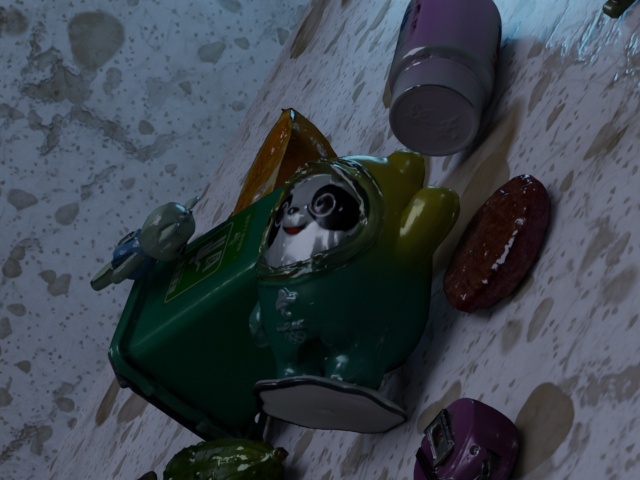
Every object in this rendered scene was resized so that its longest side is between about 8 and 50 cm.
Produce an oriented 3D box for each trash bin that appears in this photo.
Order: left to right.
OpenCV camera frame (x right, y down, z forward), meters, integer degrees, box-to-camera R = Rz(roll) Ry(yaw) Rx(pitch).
[{"bbox_3d":[-0.089,0.110,2.165,0.381,0.295,0.259,-36,26,37],"label":"trash bin"}]

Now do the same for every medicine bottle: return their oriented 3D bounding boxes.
[{"bbox_3d":[0.176,-0.246,2.124,0.152,0.152,0.254,-48,18,42],"label":"medicine bottle"}]

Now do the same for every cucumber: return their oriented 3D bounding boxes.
[{"bbox_3d":[-0.118,0.332,2.092,0.244,0.134,0.134,-35,29,50],"label":"cucumber"}]

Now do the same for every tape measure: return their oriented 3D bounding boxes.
[{"bbox_3d":[0.142,0.221,1.479,0.118,0.074,0.125,-54,18,22],"label":"tape measure"}]

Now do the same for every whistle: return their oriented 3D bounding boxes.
[{"bbox_3d":[-0.258,0.016,2.177,0.235,0.077,0.114,-35,17,38],"label":"whistle"}]

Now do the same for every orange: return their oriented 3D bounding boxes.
[{"bbox_3d":[-0.078,-0.063,2.465,0.274,0.274,0.310,-47,54,43],"label":"orange"}]

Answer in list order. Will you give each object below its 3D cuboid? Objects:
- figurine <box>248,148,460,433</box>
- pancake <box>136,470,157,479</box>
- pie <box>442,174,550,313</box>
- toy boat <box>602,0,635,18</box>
[{"bbox_3d":[0.035,0.054,1.846,0.323,0.231,0.340,-11,60,44],"label":"figurine"},{"bbox_3d":[-0.253,0.483,2.193,0.294,0.049,0.294,179,90,-81],"label":"pancake"},{"bbox_3d":[0.205,0.005,1.739,0.182,0.049,0.182,-54,16,22],"label":"pie"},{"bbox_3d":[0.385,-0.357,1.783,0.089,0.071,0.185,36,99,34],"label":"toy boat"}]
